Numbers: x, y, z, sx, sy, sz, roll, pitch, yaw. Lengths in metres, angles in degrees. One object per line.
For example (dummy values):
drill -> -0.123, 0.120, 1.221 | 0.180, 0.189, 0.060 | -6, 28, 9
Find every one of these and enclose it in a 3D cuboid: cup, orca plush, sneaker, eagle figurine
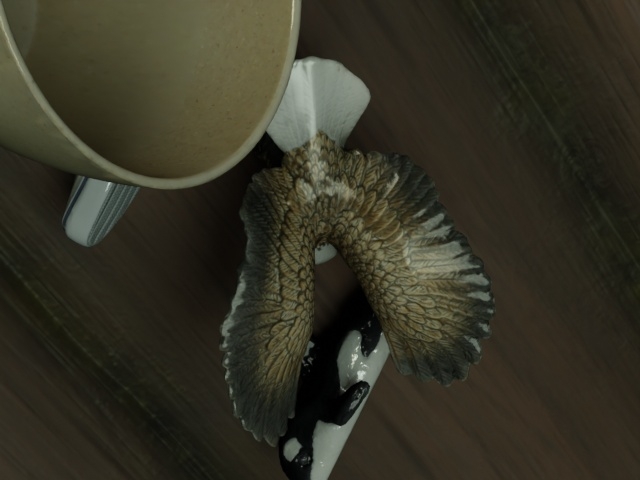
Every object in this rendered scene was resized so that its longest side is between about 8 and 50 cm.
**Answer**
cup -> -0.205, -0.198, 1.058 | 0.331, 0.237, 0.331 | 3, 86, -55
orca plush -> 0.015, 0.107, 1.403 | 0.102, 0.151, 0.287 | 26, 108, 5
sneaker -> -0.182, -0.124, 1.237 | 0.091, 0.094, 0.258 | 23, 95, 10
eagle figurine -> 0.004, 0.003, 1.262 | 0.226, 0.298, 0.225 | -32, 155, 26
